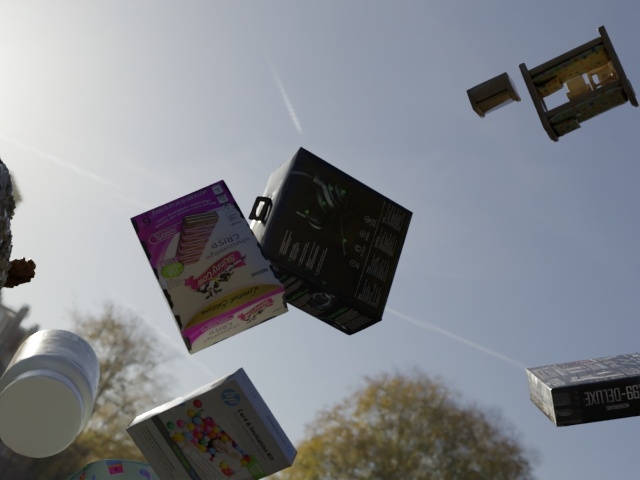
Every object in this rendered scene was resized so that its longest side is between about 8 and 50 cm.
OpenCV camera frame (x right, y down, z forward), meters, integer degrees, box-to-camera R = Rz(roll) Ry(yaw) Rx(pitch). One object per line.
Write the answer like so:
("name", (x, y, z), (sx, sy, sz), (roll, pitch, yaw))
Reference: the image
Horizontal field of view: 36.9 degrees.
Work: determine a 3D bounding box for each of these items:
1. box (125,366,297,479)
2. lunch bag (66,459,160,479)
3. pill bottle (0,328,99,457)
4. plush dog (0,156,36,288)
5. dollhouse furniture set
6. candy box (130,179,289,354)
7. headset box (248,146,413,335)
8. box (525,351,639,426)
("box", (-0.146, 0.269, 1.285), (0.186, 0.038, 0.145), (-27, -77, 20))
("lunch bag", (-0.406, 0.538, 1.914), (0.224, 0.108, 0.279), (23, -45, -32))
("pill bottle", (-0.591, 0.328, 2.079), (0.204, 0.204, 0.361), (32, 2, -12))
("plush dog", (-0.413, -0.012, 1.091), (0.210, 0.262, 0.225), (6, -35, -26))
("dollhouse furniture set", (0.308, -0.164, 1.226), (0.182, 0.101, 0.161), (-24, -19, 20))
("candy box", (-0.167, 0.034, 1.413), (0.233, 0.159, 0.071), (58, -14, 35))
("headset box", (0.000, 0.000, 1.790), (0.283, 0.246, 0.131), (29, -31, -18))
("box", (0.550, 0.288, 1.883), (0.242, 0.076, 0.307), (-9, -1, 3))
